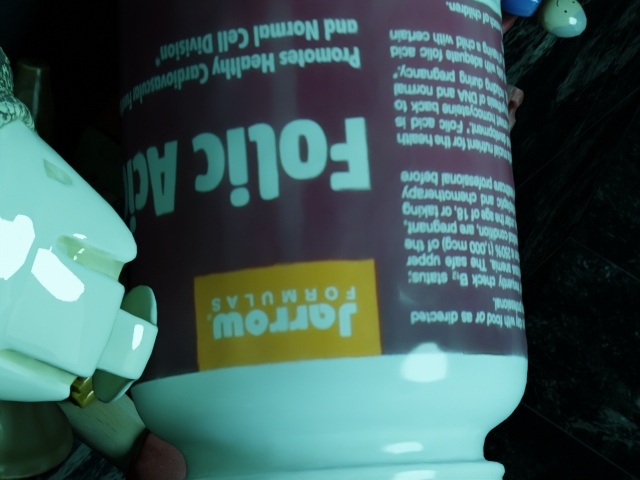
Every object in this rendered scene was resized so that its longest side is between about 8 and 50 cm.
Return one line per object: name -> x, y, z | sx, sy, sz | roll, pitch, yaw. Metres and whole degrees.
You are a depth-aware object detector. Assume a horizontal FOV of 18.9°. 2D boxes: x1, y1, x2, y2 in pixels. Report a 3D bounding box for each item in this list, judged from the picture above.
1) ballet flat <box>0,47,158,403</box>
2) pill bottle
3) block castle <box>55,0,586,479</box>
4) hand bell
ballet flat -> -0.154, 0.004, 0.851 | 0.164, 0.182, 0.483 | -56, 176, -4
pill bottle -> 0.000, 0.000, 1.082 | 0.224, 0.224, 0.392 | 34, 52, -75
block castle -> -0.006, -0.028, 1.376 | 0.453, 0.213, 0.303 | -50, 164, -23
hand bell -> -0.190, 0.006, 1.140 | 0.126, 0.126, 0.242 | -29, 136, -60
